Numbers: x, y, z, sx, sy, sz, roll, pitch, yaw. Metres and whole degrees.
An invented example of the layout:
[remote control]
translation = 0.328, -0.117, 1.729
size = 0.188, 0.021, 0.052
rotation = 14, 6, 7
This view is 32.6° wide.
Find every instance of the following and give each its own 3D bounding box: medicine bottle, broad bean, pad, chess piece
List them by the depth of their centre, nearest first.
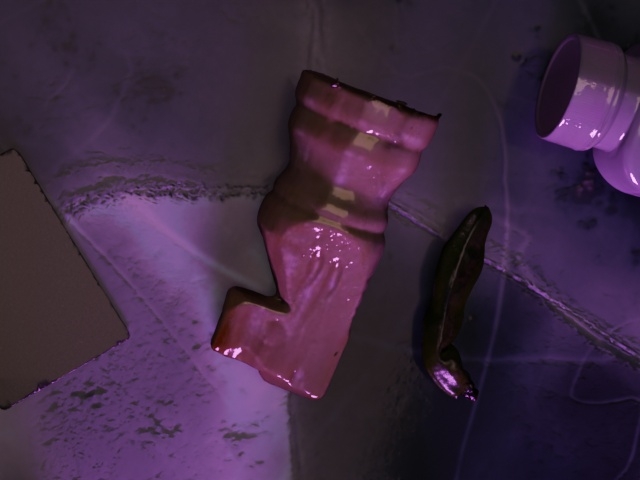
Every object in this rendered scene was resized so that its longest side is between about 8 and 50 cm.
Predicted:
[chess piece]
translation = 0.000, 0.000, 1.023
size = 0.137, 0.137, 0.300
rotation = 17, 101, -8
[pad]
translation = -0.293, 0.037, 1.029
size = 0.143, 0.003, 0.211
rotation = -30, 96, -6
[medicine bottle]
translation = 0.365, -0.111, 1.062
size = 0.296, 0.111, 0.161
rotation = 16, 90, -7
[broad bean]
translation = 0.130, 0.062, 1.068
size = 0.061, 0.046, 0.195
rotation = 0, 97, -20
